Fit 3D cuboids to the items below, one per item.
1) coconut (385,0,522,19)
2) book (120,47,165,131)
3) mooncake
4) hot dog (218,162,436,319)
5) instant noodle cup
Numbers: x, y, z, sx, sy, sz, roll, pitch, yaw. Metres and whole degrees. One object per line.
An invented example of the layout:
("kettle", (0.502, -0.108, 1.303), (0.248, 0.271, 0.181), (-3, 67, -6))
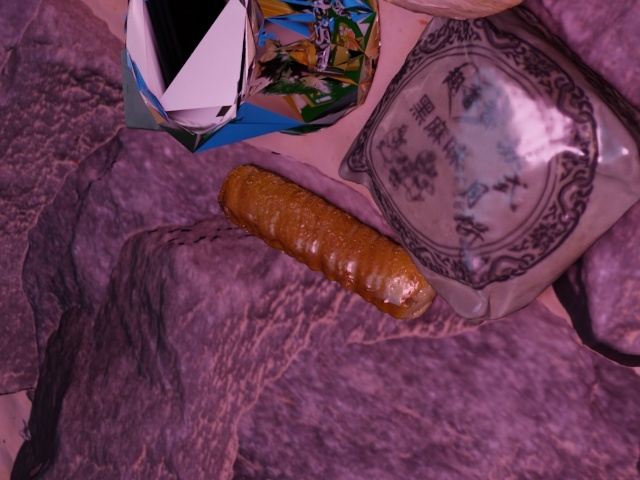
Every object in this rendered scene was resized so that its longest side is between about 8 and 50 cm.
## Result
("coconut", (0.105, -0.324, 0.974), (0.297, 0.254, 0.297), (23, 139, 21))
("book", (-0.182, -0.179, 1.431), (0.135, 0.017, 0.103), (10, 109, 37))
("mooncake", (0.153, -0.073, 1.122), (0.254, 0.136, 0.250), (49, 121, 18))
("hot dog", (0.000, -0.001, 1.301), (0.289, 0.068, 0.083), (29, 110, 31))
("instant noodle cup", (-0.080, -0.210, 1.242), (0.240, 0.178, 0.240), (10, 107, 37))
